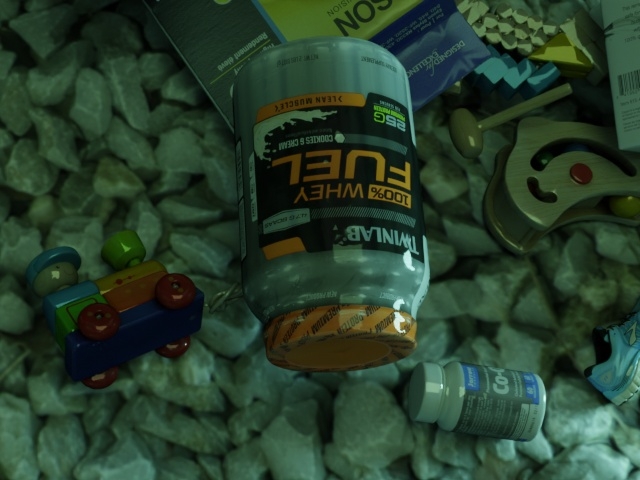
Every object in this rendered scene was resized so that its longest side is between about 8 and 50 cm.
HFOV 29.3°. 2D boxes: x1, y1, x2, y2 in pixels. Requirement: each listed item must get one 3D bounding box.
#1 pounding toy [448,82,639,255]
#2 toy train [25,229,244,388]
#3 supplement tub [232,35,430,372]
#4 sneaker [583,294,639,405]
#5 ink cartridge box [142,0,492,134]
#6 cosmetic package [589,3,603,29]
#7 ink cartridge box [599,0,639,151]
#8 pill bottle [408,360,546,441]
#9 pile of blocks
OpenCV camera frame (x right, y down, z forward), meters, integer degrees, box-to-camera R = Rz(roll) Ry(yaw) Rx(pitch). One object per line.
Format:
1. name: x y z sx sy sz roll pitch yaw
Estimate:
1. pounding toy: 0.287 -0.080 1.448 0.270 0.155 0.154 5 61 -14
2. toy train: -0.179 0.044 1.309 0.248 0.105 0.143 -22 56 -28
3. supplement tub: 0.010 -0.034 1.266 0.194 0.193 0.315 1 69 -15
4. sneaker: 0.359 0.110 1.434 0.073 0.063 0.162 30 62 4
5. ink cartridge box: -0.010 -0.256 1.431 0.304 0.072 0.307 -36 76 1
6. cosmetic package: 0.535 -0.141 1.482 0.162 0.230 0.453 2 63 -47
7. ink cartridge box: 0.425 -0.233 1.409 0.100 0.172 0.237 1 80 -45
8. pill bottle: 0.170 0.175 1.344 0.137 0.078 0.078 9 64 -11
9. pile of blocks: 0.187 -0.227 1.523 0.362 0.112 0.148 13 75 0
